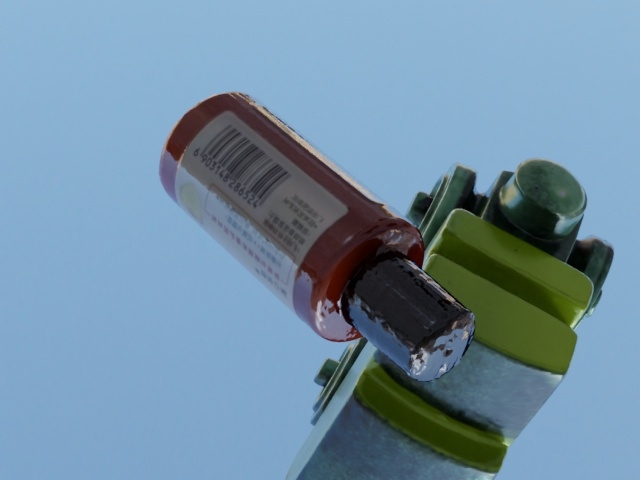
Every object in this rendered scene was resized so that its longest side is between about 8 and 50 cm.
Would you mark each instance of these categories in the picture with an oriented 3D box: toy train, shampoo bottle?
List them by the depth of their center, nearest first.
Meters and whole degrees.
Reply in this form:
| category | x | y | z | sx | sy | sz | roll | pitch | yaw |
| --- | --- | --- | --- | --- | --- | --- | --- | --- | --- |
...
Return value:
| category | x | y | z | sx | sy | sz | roll | pitch | yaw |
| --- | --- | --- | --- | --- | --- | --- | --- | --- | --- |
| shampoo bottle | 0.000 | 0.000 | 1.039 | 0.104 | 0.104 | 0.278 | -24 | -134 | -30 |
| toy train | 0.088 | 0.131 | 1.234 | 0.179 | 0.442 | 0.272 | 29 | -138 | 0 |
